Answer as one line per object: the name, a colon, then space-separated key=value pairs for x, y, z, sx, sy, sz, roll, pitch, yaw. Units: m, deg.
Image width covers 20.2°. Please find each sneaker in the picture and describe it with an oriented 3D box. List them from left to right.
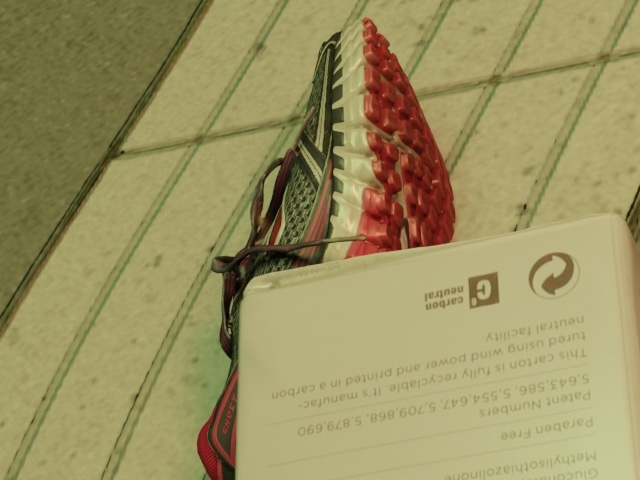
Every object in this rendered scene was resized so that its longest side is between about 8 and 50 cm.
sneaker: x=0.000 y=0.000 z=0.961 sx=0.112 sy=0.121 sz=0.299 roll=-12 pitch=47 yaw=23

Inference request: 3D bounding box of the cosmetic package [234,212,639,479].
cosmetic package: x=0.075 y=0.213 z=0.615 sx=0.156 sy=0.217 sz=0.385 roll=-12 pitch=54 yaw=21
